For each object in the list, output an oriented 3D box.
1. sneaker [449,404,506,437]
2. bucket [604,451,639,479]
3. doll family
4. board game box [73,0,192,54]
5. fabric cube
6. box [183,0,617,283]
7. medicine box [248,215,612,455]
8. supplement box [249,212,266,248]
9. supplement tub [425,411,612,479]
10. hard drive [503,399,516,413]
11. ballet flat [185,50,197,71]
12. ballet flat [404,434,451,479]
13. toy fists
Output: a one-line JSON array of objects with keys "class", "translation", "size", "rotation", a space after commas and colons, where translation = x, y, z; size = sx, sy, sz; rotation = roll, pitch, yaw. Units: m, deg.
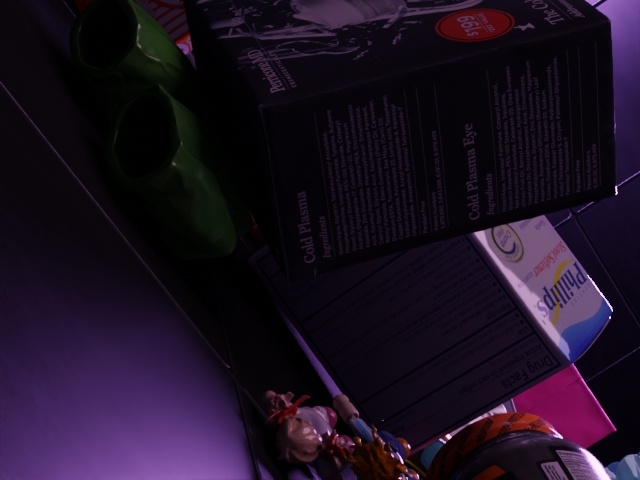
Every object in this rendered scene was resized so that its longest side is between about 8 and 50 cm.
[{"class": "sneaker", "translation": [0.192, 0.251, 1.921], "size": [0.232, 0.115, 0.090], "rotation": [42, -15, -27]}, {"class": "bucket", "translation": [0.370, 0.414, 1.947], "size": [0.183, 0.281, 0.281], "rotation": [66, 7, 14]}, {"class": "doll family", "translation": [0.063, 0.206, 1.125], "size": [0.263, 0.118, 0.163], "rotation": [58, 5, 11]}, {"class": "board game box", "translation": [-0.167, -0.279, 1.560], "size": [0.147, 0.193, 0.045], "rotation": [57, 5, 16]}, {"class": "fabric cube", "translation": [0.399, 0.321, 2.855], "size": [0.259, 0.258, 0.254], "rotation": [57, 6, -2]}, {"class": "box", "translation": [0.061, -0.150, 1.339], "size": [0.343, 0.312, 0.179], "rotation": [-122, -161, -57]}, {"class": "medicine box", "translation": [0.117, 0.050, 1.555], "size": [0.289, 0.263, 0.149], "rotation": [54, 37, 0]}, {"class": "supplement box", "translation": [0.006, 0.002, 1.811], "size": [0.191, 0.129, 0.194], "rotation": [56, 5, -6]}, {"class": "supplement tub", "translation": [0.236, 0.341, 1.435], "size": [0.207, 0.207, 0.338], "rotation": [53, 6, -36]}, {"class": "hard drive", "translation": [0.326, 0.396, 2.321], "size": [0.203, 0.040, 0.308], "rotation": [-97, 172, -62]}, {"class": "ballet flat", "translation": [-0.124, -0.201, 1.947], "size": [0.409, 0.147, 0.147], "rotation": [58, 5, -11]}, {"class": "ballet flat", "translation": [0.111, 0.235, 1.763], "size": [0.077, 0.077, 0.231], "rotation": [33, -15, 40]}, {"class": "toy fists", "translation": [-0.139, -0.095, 1.260], "size": [0.142, 0.096, 0.279], "rotation": [41, 16, -44]}]
